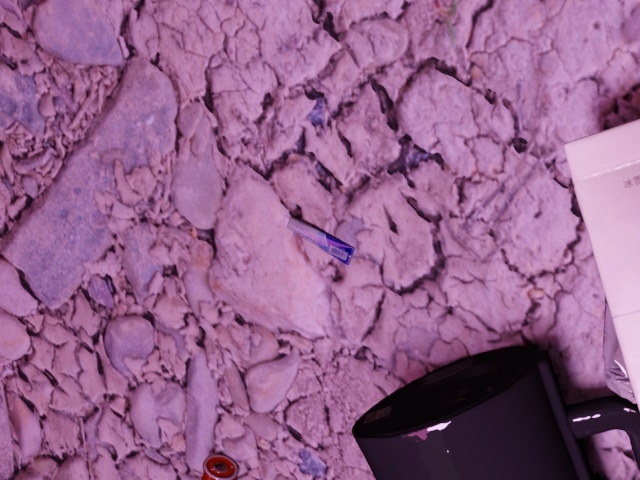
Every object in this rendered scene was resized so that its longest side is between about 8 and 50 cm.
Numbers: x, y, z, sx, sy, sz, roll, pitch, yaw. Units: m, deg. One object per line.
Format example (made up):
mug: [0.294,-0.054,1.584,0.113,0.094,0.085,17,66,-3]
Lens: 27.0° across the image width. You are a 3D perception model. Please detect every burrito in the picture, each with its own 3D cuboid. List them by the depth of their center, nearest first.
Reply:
burrito: [0.297,0.056,1.266,0.064,0.064,0.203,7,107,35]

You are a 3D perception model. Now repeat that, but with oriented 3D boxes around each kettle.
kettle: [0.212,0.273,1.357,0.308,0.262,0.203,65,165,-6]

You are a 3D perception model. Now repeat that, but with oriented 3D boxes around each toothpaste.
toothpaste: [0.000,0.000,1.495,0.083,0.015,0.024,29,121,19]

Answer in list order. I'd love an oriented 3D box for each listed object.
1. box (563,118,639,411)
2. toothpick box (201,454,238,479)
box: [0.328,0.013,1.160,0.164,0.069,0.256,-17,85,27]
toothpick box: [-0.135,0.317,1.694,0.047,0.047,0.083,33,125,23]
